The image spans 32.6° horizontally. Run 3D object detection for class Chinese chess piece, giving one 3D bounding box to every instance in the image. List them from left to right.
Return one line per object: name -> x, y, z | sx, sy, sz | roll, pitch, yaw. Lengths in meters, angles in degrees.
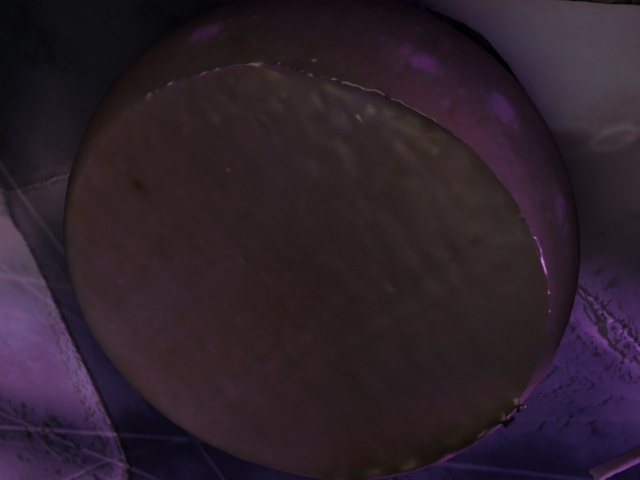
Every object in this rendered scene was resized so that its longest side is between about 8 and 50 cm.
Chinese chess piece -> 0.000, 0.000, 0.753 | 0.349, 0.146, 0.349 | 8, 124, 12

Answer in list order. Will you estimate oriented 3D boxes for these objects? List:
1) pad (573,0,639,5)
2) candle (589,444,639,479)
pad -> 0.120, -0.215, 0.663 | 0.211, 0.003, 0.143 | 8, 124, 11
candle -> 0.305, 0.058, 0.680 | 0.187, 0.187, 0.330 | 31, 127, -5
